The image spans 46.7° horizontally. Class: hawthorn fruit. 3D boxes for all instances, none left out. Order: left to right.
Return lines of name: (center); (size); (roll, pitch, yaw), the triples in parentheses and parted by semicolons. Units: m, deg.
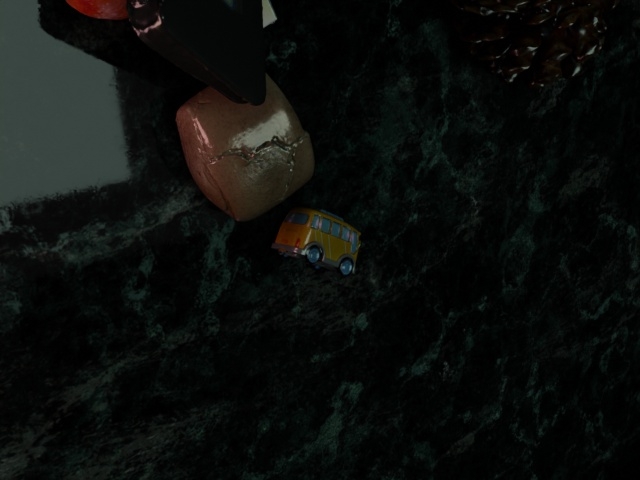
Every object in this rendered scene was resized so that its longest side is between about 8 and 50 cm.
hawthorn fruit: (-0.383, -0.471, 1.294); (0.172, 0.173, 0.173); (-12, 111, -34)

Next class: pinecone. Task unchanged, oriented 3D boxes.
pinecone: (0.529, -0.557, 1.819); (0.397, 0.397, 0.398); (-12, 111, -34)

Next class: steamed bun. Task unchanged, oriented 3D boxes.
steamed bun: (-0.141, -0.190, 1.544); (0.251, 0.199, 0.301); (-39, 124, -21)

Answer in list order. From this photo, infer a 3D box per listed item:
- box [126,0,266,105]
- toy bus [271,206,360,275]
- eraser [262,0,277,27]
box: (-0.211, -0.448, 1.337); (0.350, 0.091, 0.359); (28, 55, -59)
toy bus: (0.000, 0.000, 1.760); (0.209, 0.126, 0.136); (23, 81, -39)
eraser: (-0.169, -0.473, 1.548); (0.150, 0.023, 0.104); (-39, 123, -21)
